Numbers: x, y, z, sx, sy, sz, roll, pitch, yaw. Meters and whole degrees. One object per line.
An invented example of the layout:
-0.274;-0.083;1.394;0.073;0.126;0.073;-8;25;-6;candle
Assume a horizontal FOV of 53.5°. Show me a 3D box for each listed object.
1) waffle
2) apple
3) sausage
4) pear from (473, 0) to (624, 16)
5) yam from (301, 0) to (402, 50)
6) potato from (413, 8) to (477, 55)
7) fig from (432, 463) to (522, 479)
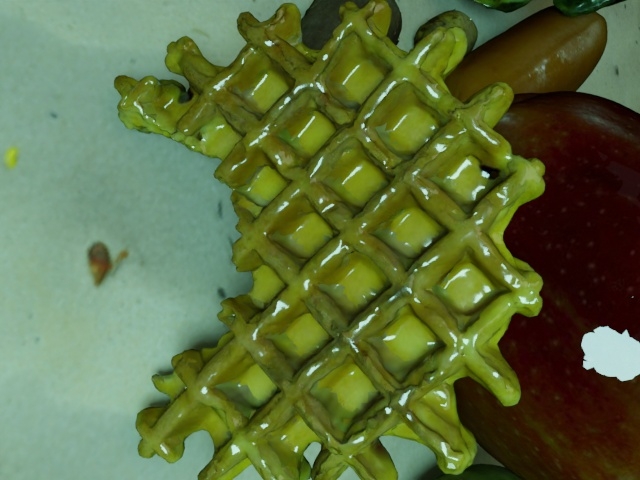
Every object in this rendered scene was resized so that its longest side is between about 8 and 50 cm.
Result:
0.000;0.000;0.381;0.069;0.260;0.292;12;73;-70;waffle
0.200;0.044;0.481;0.317;0.288;0.288;45;55;2;apple
0.202;-0.165;0.642;0.274;0.105;0.105;-37;102;-36;sausage
0.228;-0.360;0.673;0.255;0.239;0.163;-68;162;-50;pear
0.013;-0.148;0.512;0.084;0.084;0.127;39;56;-24;yam
0.125;-0.199;0.631;0.083;0.040;0.051;-35;101;-36;potato
0.123;0.244;0.478;0.153;0.121;0.135;-35;106;-37;fig
